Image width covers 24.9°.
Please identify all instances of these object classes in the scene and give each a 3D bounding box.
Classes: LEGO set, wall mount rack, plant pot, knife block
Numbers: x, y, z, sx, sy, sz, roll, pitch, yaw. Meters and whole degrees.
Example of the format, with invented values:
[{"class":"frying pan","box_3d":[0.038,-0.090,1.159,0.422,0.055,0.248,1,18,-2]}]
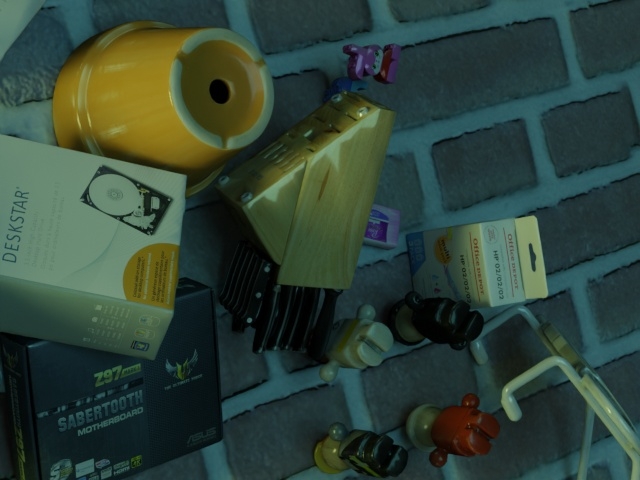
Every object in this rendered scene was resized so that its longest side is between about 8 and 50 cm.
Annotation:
[{"class":"LEGO set","box_3d":[0.013,-0.133,1.733,0.093,0.087,0.227,16,82,-30]},{"class":"wall mount rack","box_3d":[0.317,0.242,1.810,0.130,0.350,0.304,-36,105,5]},{"class":"plant pot","box_3d":[-0.153,-0.145,1.547,0.205,0.188,0.205,5,82,-35]},{"class":"knife block","box_3d":[0.000,0.000,1.640,0.276,0.088,0.242,-37,122,-10]}]

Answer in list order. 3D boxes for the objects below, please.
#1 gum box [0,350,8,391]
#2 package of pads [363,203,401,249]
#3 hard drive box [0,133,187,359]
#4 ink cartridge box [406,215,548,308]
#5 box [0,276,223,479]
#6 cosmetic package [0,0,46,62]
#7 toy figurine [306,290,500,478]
[{"class":"gum box","box_3d":[-0.285,0.052,1.520,0.184,0.041,0.157,-24,98,-36]},{"class":"package of pads","box_3d":[0.060,-0.020,1.781,0.083,0.032,0.050,13,75,-34]},{"class":"hard drive box","box_3d":[-0.259,0.003,1.433,0.232,0.089,0.181,11,50,-14]},{"class":"ink cartridge box","box_3d":[0.189,0.030,1.775,0.062,0.181,0.104,-8,89,-36]},{"class":"box","box_3d":[-0.213,0.155,1.515,0.233,0.059,0.183,-16,112,-38]},{"class":"cosmetic package","box_3d":[-0.406,-0.388,1.453,0.377,0.097,0.284,43,65,-24]},{"class":"toy figurine","box_3d":[0.089,0.173,1.718,0.210,0.148,0.213,-12,94,-30]}]
